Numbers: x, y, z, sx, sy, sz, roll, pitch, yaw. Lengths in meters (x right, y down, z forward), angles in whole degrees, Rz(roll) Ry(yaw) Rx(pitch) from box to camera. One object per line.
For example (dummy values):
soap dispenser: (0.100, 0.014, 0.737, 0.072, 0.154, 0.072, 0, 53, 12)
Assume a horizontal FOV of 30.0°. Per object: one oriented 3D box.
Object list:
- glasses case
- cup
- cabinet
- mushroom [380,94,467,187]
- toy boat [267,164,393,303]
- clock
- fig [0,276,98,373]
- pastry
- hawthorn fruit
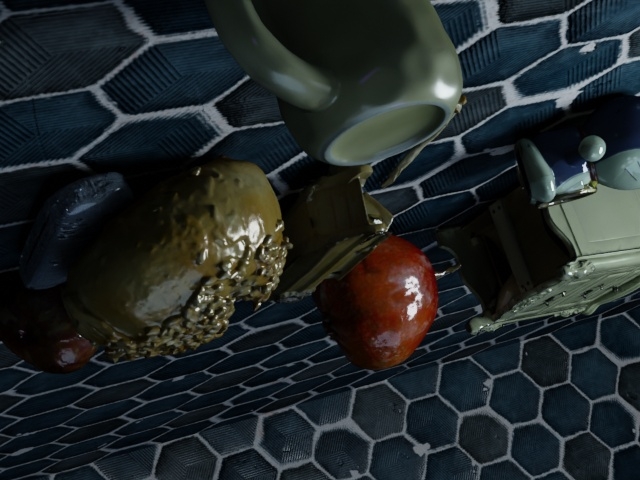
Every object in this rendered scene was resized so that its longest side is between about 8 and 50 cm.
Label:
glasses case: (-0.317, -0.009, 1.533, 0.109, 0.067, 0.282, -17, 162, -31)
cup: (0.018, -0.196, 1.090, 0.173, 0.202, 0.255, -23, 163, 11)
cabinet: (0.431, 0.010, 2.187, 0.318, 0.227, 0.290, -8, 160, -36)
mushroom: (0.149, -0.140, 1.747, 0.028, 0.026, 0.286, 4, 158, -19)
toy boat: (0.000, 0.000, 1.854, 0.162, 0.136, 0.445, -8, 165, -23)
clock: (0.434, -0.137, 1.872, 0.243, 0.146, 0.199, -18, 169, 7)
fig: (-0.384, 0.114, 1.746, 0.143, 0.160, 0.231, -59, 178, 0)
pastry: (-0.172, 0.041, 1.533, 0.315, 0.184, 0.284, -36, 170, -22)
hawthorn fruit: (0.125, 0.090, 2.105, 0.271, 0.242, 0.242, -28, 165, -12)
